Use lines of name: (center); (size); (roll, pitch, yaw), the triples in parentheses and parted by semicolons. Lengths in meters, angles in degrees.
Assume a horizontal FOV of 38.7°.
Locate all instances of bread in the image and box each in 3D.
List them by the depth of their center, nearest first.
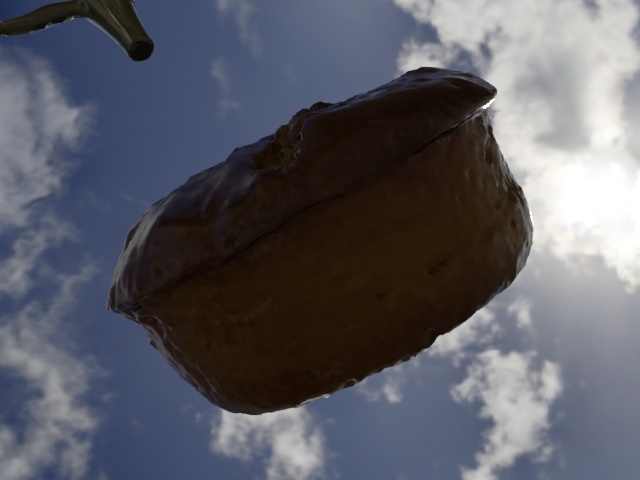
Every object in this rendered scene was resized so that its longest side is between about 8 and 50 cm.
bread: (0.003, -0.002, 0.646); (0.312, 0.312, 0.172); (-33, -85, -36)

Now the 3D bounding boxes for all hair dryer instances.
hair dryer: (-0.282, -0.236, 1.022); (0.199, 0.167, 0.067); (-36, -32, -29)
